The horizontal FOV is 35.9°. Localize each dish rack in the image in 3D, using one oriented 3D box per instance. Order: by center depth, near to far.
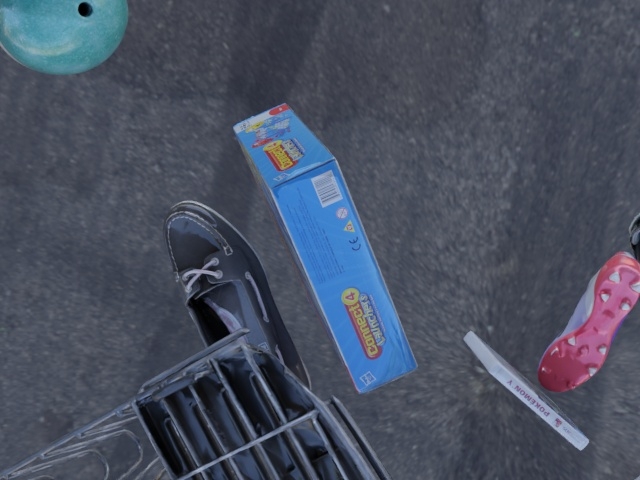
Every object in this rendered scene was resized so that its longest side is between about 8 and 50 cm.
[{"bbox_3d":[-0.063,0.161,0.406,0.271,0.074,0.208,-31,86,27],"label":"dish rack"}]

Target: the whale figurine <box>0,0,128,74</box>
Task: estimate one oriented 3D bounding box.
[{"bbox_3d":[-0.325,-0.344,1.240,0.141,0.216,0.272,22,115,51],"label":"whale figurine"}]

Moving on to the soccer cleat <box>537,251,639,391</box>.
[{"bbox_3d":[0.415,0.127,1.514,0.083,0.095,0.248,27,116,4],"label":"soccer cleat"}]

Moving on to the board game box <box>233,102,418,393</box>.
[{"bbox_3d":[0.000,0.000,1.317,0.086,0.302,0.308,-25,113,-4],"label":"board game box"}]

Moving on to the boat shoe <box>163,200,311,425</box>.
[{"bbox_3d":[-0.115,0.100,1.327,0.112,0.095,0.335,-28,96,17],"label":"boat shoe"}]

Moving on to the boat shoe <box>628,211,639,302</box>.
[{"bbox_3d":[0.535,-0.009,1.505,0.119,0.121,0.335,13,60,-25],"label":"boat shoe"}]

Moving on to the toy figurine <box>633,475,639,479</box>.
[{"bbox_3d":[0.228,0.090,0.312,0.148,0.209,0.213,60,138,37],"label":"toy figurine"}]

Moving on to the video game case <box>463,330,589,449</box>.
[{"bbox_3d":[0.308,0.224,1.504,0.183,0.201,0.023,41,94,-7],"label":"video game case"}]
